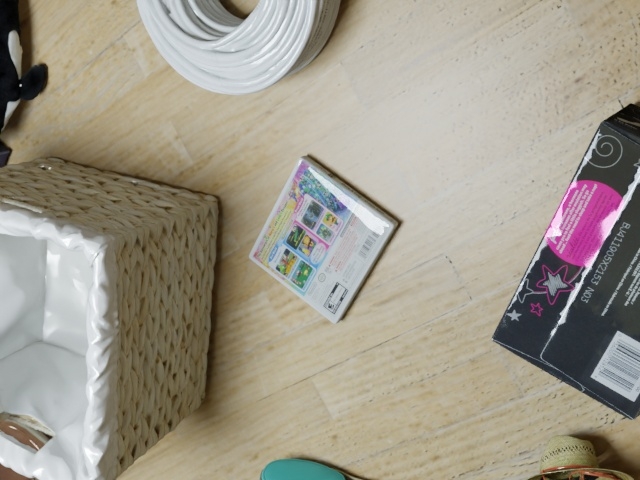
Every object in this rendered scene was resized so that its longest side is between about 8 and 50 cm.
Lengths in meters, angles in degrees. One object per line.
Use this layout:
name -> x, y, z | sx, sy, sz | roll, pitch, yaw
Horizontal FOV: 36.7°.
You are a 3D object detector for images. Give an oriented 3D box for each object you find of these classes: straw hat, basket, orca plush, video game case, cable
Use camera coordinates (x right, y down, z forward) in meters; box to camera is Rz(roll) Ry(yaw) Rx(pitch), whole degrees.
straw hat -> 0.273, 0.247, 1.059 | 0.145, 0.144, 0.061 | -23, 51, 31
basket -> -0.326, 0.089, 1.223 | 0.328, 0.266, 0.331 | 14, 109, 25
orca plush -> -0.430, -0.254, 1.258 | 0.151, 0.102, 0.287 | 30, 99, -8
video game case -> 0.000, 0.000, 1.166 | 0.143, 0.019, 0.157 | 37, 119, 15
cable -> -0.098, -0.297, 1.097 | 0.257, 0.089, 0.257 | 6, 107, 26

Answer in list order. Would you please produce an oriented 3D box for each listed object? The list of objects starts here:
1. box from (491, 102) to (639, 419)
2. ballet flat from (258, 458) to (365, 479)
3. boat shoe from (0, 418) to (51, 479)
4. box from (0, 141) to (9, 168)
box -> 0.304, 0.016, 0.935 | 0.163, 0.142, 0.247 | 30, 117, 17
ballet flat -> 0.038, 0.339, 1.210 | 0.249, 0.086, 0.086 | 7, 107, 26
boat shoe -> -0.422, 0.412, 1.450 | 0.123, 0.116, 0.324 | -41, 83, 30
box -> -0.635, -0.038, 1.336 | 0.183, 0.296, 0.294 | 38, 119, 15
